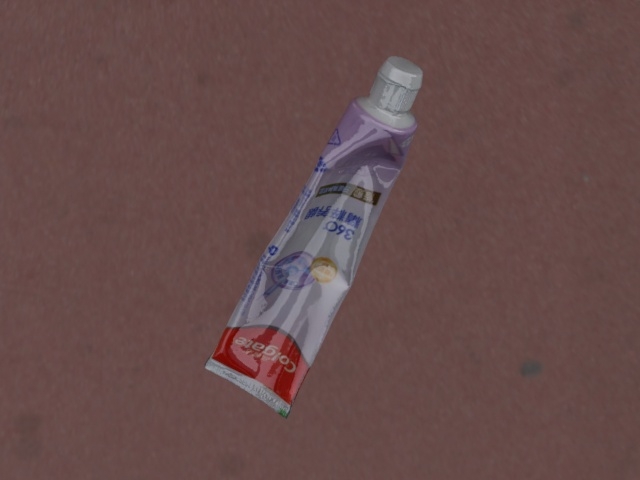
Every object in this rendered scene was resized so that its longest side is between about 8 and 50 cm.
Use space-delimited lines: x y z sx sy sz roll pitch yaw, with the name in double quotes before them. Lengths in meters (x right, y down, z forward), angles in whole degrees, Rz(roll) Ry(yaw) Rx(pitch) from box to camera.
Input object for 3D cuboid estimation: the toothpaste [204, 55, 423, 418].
"toothpaste" 0.000 0.000 0.993 0.075 0.048 0.301 20 118 -11
